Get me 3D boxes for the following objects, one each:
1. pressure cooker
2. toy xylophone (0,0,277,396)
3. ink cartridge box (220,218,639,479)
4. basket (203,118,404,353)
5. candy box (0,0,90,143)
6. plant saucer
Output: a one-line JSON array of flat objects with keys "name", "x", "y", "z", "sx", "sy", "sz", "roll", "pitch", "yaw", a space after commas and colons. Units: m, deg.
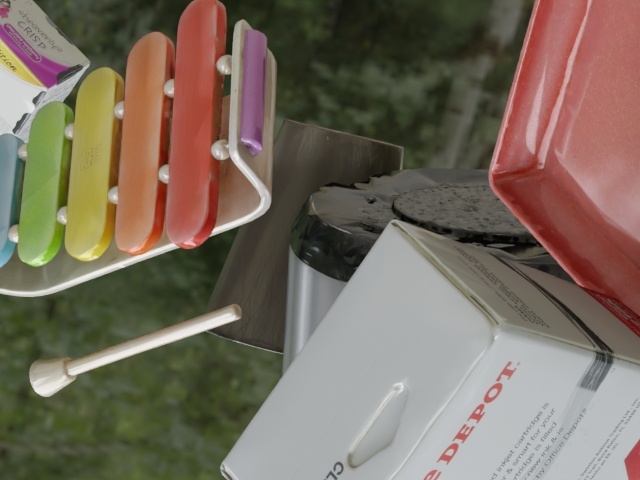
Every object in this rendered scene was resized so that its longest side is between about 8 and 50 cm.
[{"name": "pressure cooker", "x": 0.147, "y": 0.169, "z": 1.662, "sx": 0.370, "sy": 0.420, "sz": 0.375, "roll": 13, "pitch": -163, "yaw": 30}, {"name": "toy xylophone", "x": -0.148, "y": -0.027, "z": 1.370, "sx": 0.322, "sy": 0.236, "sz": 0.081, "roll": -27, "pitch": 141, "yaw": 28}, {"name": "ink cartridge box", "x": 0.099, "y": 0.119, "z": 1.178, "sx": 0.273, "sy": 0.197, "sz": 0.114, "roll": 18, "pitch": -159, "yaw": -50}, {"name": "basket", "x": 0.000, "y": 0.000, "z": 1.903, "sx": 0.204, "sy": 0.227, "sz": 0.154, "roll": 13, "pitch": -176, "yaw": -17}, {"name": "candy box", "x": -0.344, "y": -0.152, "z": 1.829, "sx": 0.159, "sy": 0.071, "sz": 0.233, "roll": 46, "pitch": 134, "yaw": 3}, {"name": "plant saucer", "x": 0.228, "y": -0.069, "z": 1.278, "sx": 0.047, "sy": 0.259, "sz": 0.258, "roll": -14, "pitch": -135, "yaw": -28}]
